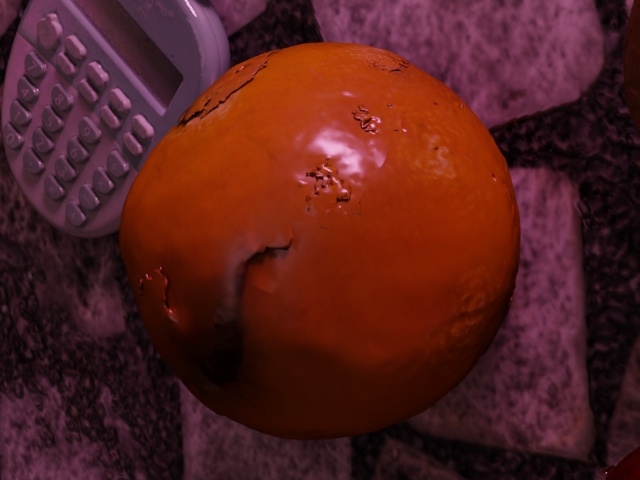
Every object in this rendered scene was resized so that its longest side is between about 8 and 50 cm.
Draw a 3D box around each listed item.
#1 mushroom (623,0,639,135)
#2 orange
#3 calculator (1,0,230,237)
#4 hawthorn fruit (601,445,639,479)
[{"bbox_3d":[0.274,-0.129,0.881,0.278,0.146,0.278,2,93,39],"label":"mushroom"},{"bbox_3d":[0.000,0.000,1.066,0.246,0.246,0.246,9,105,36],"label":"orange"},{"bbox_3d":[-0.150,-0.127,1.280,0.184,0.042,0.295,49,127,19],"label":"calculator"},{"bbox_3d":[0.221,0.185,0.974,0.169,0.169,0.188,31,133,29],"label":"hawthorn fruit"}]
